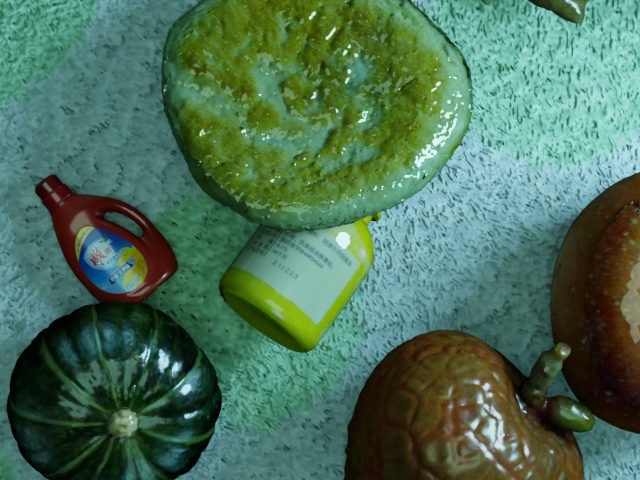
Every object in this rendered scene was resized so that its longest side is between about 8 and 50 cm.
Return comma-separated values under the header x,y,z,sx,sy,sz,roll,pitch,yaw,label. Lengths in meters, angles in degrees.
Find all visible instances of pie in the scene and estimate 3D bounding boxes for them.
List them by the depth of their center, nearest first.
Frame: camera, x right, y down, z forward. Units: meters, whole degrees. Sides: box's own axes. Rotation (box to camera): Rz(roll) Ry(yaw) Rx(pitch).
x,y,z,sx,sy,sz,roll,pitch,yaw,label
-0.013,-0.148,1.859,0.323,0.070,0.323,1,70,-2,pie

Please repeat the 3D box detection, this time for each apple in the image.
x,y,z,sx,sy,sz,roll,pitch,yaw,label
0.354,0.061,1.856,0.252,0.206,0.271,-12,95,-11,apple

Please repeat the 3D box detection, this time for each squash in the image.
x,y,z,sx,sy,sz,roll,pitch,yaw,label
-0.209,0.163,1.863,0.218,0.172,0.218,0,91,-8,squash

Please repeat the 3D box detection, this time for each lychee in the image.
x,y,z,sx,sy,sz,roll,pitch,yaw,label
0.149,0.208,1.841,0.300,0.255,0.255,-43,92,11,lychee

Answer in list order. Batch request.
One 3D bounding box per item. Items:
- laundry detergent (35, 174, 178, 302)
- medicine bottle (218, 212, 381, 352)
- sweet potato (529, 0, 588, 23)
x,y,z,sx,sy,sz,roll,pitch,yaw,label
-0.231,-0.006,1.920,0.097,0.049,0.165,-42,91,-6,laundry detergent
0.000,0.000,1.888,0.122,0.122,0.212,36,76,-2,medicine bottle
0.238,-0.431,1.881,0.131,0.130,0.422,1,83,-1,sweet potato
